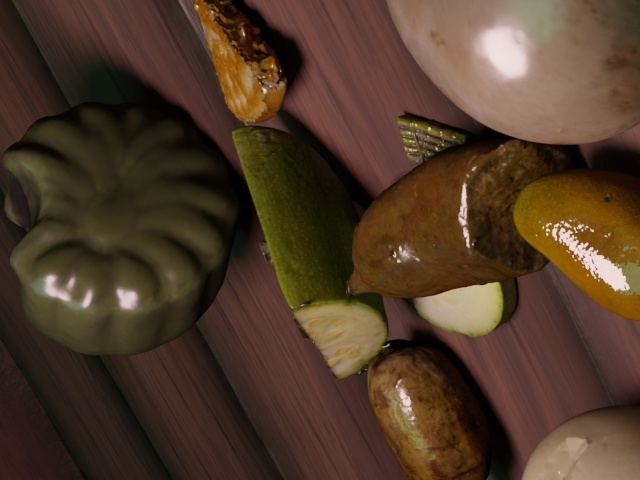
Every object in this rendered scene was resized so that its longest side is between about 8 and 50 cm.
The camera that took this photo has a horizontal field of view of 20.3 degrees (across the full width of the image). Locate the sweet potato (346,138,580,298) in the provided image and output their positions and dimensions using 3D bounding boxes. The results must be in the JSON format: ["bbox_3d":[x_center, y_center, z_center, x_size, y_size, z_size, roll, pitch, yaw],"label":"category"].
[{"bbox_3d":[0.139,-0.019,1.967,0.369,0.158,0.158,-19,107,54],"label":"sweet potato"}]

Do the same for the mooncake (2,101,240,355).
[{"bbox_3d":[-0.276,-0.021,2.458,0.351,0.351,0.187,45,149,16],"label":"mooncake"}]

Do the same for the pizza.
[{"bbox_3d":[-0.100,-0.243,2.208,0.199,0.062,0.188,63,161,-5],"label":"pizza"}]

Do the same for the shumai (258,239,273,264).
[{"bbox_3d":[-0.045,-0.002,2.386,0.082,0.080,0.083,-3,119,58],"label":"shumai"}]

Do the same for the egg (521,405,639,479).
[{"bbox_3d":[0.338,0.289,1.956,0.219,0.219,0.269,58,152,-11],"label":"egg"}]

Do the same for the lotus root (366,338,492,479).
[{"bbox_3d":[0.148,0.247,2.324,0.260,0.128,0.145,65,166,-13],"label":"lotus root"}]

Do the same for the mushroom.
[{"bbox_3d":[0.214,-0.260,1.471,0.362,0.294,0.362,16,108,63],"label":"mushroom"}]

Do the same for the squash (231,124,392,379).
[{"bbox_3d":[0.000,0.000,2.227,0.203,0.111,0.289,57,-168,-52],"label":"squash"}]

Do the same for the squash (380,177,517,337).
[{"bbox_3d":[0.149,0.018,2.147,0.219,0.041,0.219,34,145,28],"label":"squash"}]

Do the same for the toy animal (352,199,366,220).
[{"bbox_3d":[0.032,0.008,2.269,0.091,0.082,0.114,39,150,27],"label":"toy animal"}]

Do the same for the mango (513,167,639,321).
[{"bbox_3d":[0.295,-0.001,1.771,0.227,0.099,0.136,29,117,23],"label":"mango"}]

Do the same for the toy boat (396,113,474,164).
[{"bbox_3d":[0.135,-0.106,2.030,0.115,0.016,0.063,21,139,48],"label":"toy boat"}]
